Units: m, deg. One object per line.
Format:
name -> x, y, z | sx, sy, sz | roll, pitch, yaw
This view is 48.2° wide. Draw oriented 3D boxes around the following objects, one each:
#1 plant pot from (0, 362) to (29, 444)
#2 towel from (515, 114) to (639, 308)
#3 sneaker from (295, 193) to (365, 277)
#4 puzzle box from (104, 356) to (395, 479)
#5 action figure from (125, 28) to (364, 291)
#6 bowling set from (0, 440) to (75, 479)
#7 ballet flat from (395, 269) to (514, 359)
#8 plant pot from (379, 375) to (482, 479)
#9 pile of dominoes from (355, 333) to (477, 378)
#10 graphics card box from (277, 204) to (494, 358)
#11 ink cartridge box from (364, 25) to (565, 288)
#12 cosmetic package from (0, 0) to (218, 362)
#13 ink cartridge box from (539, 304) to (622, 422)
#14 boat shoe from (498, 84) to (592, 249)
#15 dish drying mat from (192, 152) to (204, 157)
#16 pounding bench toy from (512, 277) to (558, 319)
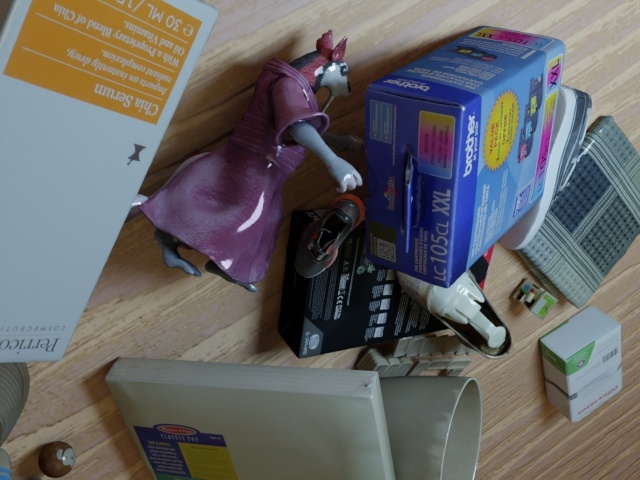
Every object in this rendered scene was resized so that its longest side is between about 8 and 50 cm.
plant pot -> -0.483, 0.228, 0.911 | 0.237, 0.109, 0.238 | -23, 131, -29
towel -> 0.534, -0.047, 1.437 | 0.324, 0.056, 0.312 | 38, 91, -37
sneaker -> 0.000, 0.000, 1.003 | 0.158, 0.061, 0.065 | -56, 174, 36
puzzle box -> -0.099, 0.296, 1.080 | 0.408, 0.052, 0.272 | 1, 127, 16
action figure -> -0.081, -0.123, 0.961 | 0.275, 0.248, 0.370 | 25, 91, -3
bowling set -> -0.442, 0.385, 1.021 | 0.199, 0.154, 0.287 | -40, 130, -5
ballet flat -> 0.238, 0.106, 1.181 | 0.108, 0.106, 0.316 | -49, 130, 3
plant pot -> 0.116, 0.341, 1.243 | 0.256, 0.273, 0.257 | -22, 115, -60
pile of dominoes -> 0.189, 0.231, 1.378 | 0.251, 0.040, 0.196 | 4, 133, -36
graphics card box -> 0.118, 0.055, 1.208 | 0.370, 0.094, 0.233 | -8, 121, -28
ink cartridge box -> 0.193, -0.120, 1.022 | 0.395, 0.151, 0.270 | -34, 133, -41
cosmetic package -> -0.320, -0.099, 0.758 | 0.230, 0.161, 0.454 | 10, 110, -57
ink cartridge box -> 0.595, 0.283, 1.625 | 0.160, 0.092, 0.220 | -29, 128, -14
boat shoe -> 0.403, -0.123, 1.275 | 0.102, 0.108, 0.302 | 4, 107, -31
dish drying mat -> -0.172, -0.084, 1.009 | 0.032, 0.008, 0.083 | 0, 117, -32
pounding bench toy -> 0.422, 0.110, 1.439 | 0.083, 0.065, 0.052 | 31, 99, -39
